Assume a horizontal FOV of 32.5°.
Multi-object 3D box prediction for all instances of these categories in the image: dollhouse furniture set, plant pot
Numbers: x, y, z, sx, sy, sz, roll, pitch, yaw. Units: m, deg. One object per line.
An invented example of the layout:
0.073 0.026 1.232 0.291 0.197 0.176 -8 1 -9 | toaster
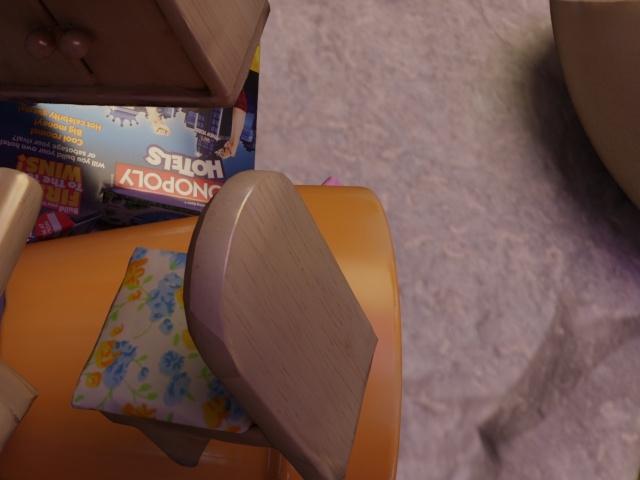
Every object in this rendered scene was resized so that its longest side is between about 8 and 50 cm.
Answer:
-0.180 -0.027 0.409 0.362 0.256 0.394 5 60 23 | dollhouse furniture set
-0.070 0.069 0.589 0.188 0.205 0.205 2 65 -9 | plant pot
0.323 -0.104 0.842 0.284 0.284 0.190 -14 107 -32 | plant pot

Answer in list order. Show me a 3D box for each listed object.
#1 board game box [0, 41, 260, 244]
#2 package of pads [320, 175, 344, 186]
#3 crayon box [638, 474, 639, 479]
-0.140 -0.061 0.682 0.194 0.060 0.194 13 62 -22 | board game box
0.000 0.000 0.742 0.050 0.032 0.083 41 55 -1 | package of pads
0.344 0.178 0.805 0.202 0.081 0.318 32 57 -11 | crayon box
